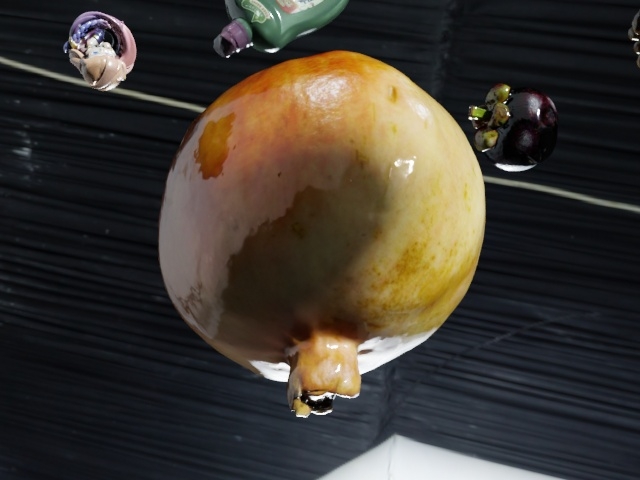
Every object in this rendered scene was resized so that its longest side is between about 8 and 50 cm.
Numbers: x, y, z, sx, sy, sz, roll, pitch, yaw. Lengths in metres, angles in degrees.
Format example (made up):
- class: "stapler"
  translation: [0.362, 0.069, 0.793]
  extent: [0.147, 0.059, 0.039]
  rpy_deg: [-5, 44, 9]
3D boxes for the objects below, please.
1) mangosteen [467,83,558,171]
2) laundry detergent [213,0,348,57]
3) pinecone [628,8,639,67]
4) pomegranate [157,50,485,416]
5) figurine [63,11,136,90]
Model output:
- class: "mangosteen"
  translation: [0.297, -0.182, 1.079]
  extent: [0.137, 0.151, 0.137]
  rpy_deg: [-53, -153, 43]
- class: "laundry detergent"
  translation: [-0.070, -0.339, 0.965]
  extent: [0.221, 0.144, 0.078]
  rpy_deg: [-39, 176, -19]
- class: "pinecone"
  translation: [0.711, -0.367, 1.173]
  extent: [0.384, 0.384, 0.385]
  rpy_deg: [11, 90, -79]
- class: "pomegranate"
  translation: [0.000, 0.000, 0.517]
  extent: [0.229, 0.252, 0.271]
  rpy_deg: [39, 32, -35]
- class: "figurine"
  translation: [-0.391, -0.321, 1.226]
  extent: [0.114, 0.126, 0.157]
  rpy_deg: [-50, -133, 47]
